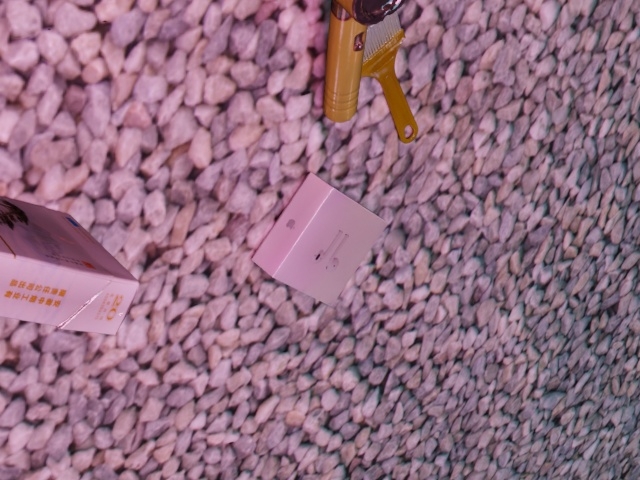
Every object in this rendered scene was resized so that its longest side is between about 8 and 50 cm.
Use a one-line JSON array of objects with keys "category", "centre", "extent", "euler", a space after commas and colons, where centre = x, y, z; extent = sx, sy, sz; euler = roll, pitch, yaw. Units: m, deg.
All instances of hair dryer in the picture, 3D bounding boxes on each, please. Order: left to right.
[{"category": "hair dryer", "centre": [0.021, -0.238, 1.215], "extent": [0.090, 0.135, 0.278], "euler": [-33, 153, -23]}]

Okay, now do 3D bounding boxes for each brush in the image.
[{"category": "brush", "centre": [0.086, -0.190, 1.378], "extent": [0.083, 0.011, 0.205], "euler": [-43, 140, -13]}]

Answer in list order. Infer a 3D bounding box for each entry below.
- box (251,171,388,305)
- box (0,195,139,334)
[{"category": "box", "centre": [0.000, 0.000, 1.398], "extent": [0.130, 0.051, 0.129], "euler": [30, 95, -50]}, {"category": "box", "centre": [-0.300, 0.010, 1.041], "extent": [0.233, 0.149, 0.067], "euler": [17, 108, -48]}]
